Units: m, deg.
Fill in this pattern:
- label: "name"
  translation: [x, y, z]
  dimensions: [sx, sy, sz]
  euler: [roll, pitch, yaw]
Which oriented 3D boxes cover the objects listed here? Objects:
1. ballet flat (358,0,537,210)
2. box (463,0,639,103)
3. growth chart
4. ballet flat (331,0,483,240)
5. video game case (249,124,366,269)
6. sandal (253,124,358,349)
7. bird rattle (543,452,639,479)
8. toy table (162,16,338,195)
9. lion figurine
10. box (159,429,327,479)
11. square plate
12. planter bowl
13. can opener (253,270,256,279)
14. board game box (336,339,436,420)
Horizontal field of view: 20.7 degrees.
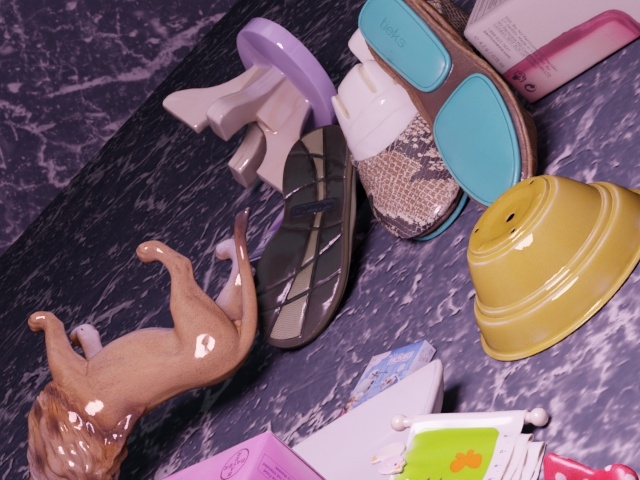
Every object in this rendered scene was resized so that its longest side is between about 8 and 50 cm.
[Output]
- label: "ballet flat"
  translation: [0.167, -0.158, 1.984]
  dimensions: [0.116, 0.124, 0.342]
  euler: [-52, 53, 22]
- label: "box"
  translation: [0.301, -0.289, 2.021]
  dimensions: [0.232, 0.127, 0.149]
  euler: [-31, 23, 39]
- label: "growth chart"
  translation: [0.106, 0.217, 1.457]
  dimensions: [0.172, 0.021, 0.237]
  euler: [-10, 32, 21]
- label: "ballet flat"
  translation: [0.100, -0.182, 2.160]
  dimensions: [0.164, 0.182, 0.483]
  euler: [-36, 21, 28]
- label: "video game case"
  translation: [0.024, -0.082, 2.377]
  dimensions: [0.196, 0.026, 0.274]
  euler: [-20, 33, 55]
- label: "sandal"
  translation: [0.002, -0.001, 2.127]
  dimensions: [0.120, 0.086, 0.303]
  euler: [-3, 57, 27]
- label: "bird rattle"
  translation: [0.178, 0.271, 1.179]
  dimensions: [0.253, 0.143, 0.207]
  euler: [-36, 27, -11]
- label: "toy table"
  translation: [-0.087, -0.187, 2.530]
  dimensions: [0.252, 0.274, 0.161]
  euler: [33, 76, 30]
- label: "lion figurine"
  translation: [-0.201, 0.149, 2.047]
  dimensions: [0.392, 0.142, 0.240]
  euler: [-36, 54, 17]
- label: "box"
  translation: [-0.113, 0.315, 1.515]
  dimensions: [0.213, 0.117, 0.243]
  euler: [-29, 25, 43]
- label: "square plate"
  translation: [-0.023, 0.303, 1.610]
  dimensions: [0.344, 0.049, 0.347]
  euler: [-36, 20, 31]
- label: "planter bowl"
  translation: [0.206, 0.003, 1.666]
  dimensions: [0.217, 0.090, 0.217]
  euler: [-40, 19, 17]
- label: "can opener"
  translation: [-0.042, 0.041, 2.203]
  dimensions: [0.186, 0.059, 0.073]
  euler: [-40, 18, 20]
- label: "board game box"
  translation: [0.067, 0.148, 1.785]
  dimensions: [0.090, 0.020, 0.090]
  euler: [-24, 27, 51]
